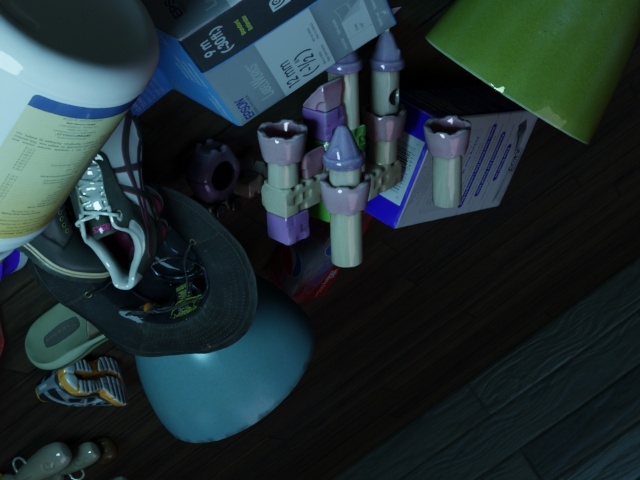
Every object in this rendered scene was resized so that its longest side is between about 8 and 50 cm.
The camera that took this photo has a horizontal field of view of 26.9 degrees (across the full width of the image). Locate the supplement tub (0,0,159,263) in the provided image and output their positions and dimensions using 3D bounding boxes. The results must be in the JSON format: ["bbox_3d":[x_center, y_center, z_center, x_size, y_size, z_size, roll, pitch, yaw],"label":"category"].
[{"bbox_3d":[-0.327,-0.130,1.320,0.228,0.228,0.316,-6,146,-49],"label":"supplement tub"}]

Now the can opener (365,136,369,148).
[{"bbox_3d":[0.117,-0.153,2.123,0.186,0.059,0.073,-10,114,-56],"label":"can opener"}]

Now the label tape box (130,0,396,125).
[{"bbox_3d":[-0.100,-0.246,1.551,0.347,0.115,0.249,-35,158,1],"label":"label tape box"}]

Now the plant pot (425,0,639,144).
[{"bbox_3d":[0.337,-0.330,1.838,0.293,0.275,0.275,-57,153,12],"label":"plant pot"}]

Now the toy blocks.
[{"bbox_3d":[0.008,-0.161,1.812,0.288,0.309,0.260,-30,128,-41],"label":"toy blocks"}]

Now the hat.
[{"bbox_3d":[-0.226,0.003,1.801,0.331,0.331,0.134,-54,-169,42],"label":"hat"}]

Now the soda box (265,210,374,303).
[{"bbox_3d":[0.000,0.000,2.247,0.092,0.083,0.263,-16,153,-35],"label":"soda box"}]

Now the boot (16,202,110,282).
[{"bbox_3d":[-0.318,-0.034,1.657,0.198,0.077,0.137,26,118,-31],"label":"boot"}]

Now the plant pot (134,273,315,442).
[{"bbox_3d":[-0.182,0.144,2.104,0.290,0.290,0.195,-34,122,2],"label":"plant pot"}]

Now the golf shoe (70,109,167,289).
[{"bbox_3d":[-0.253,-0.070,1.572,0.105,0.120,0.273,-14,126,13],"label":"golf shoe"}]

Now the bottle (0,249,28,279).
[{"bbox_3d":[-0.468,0.043,1.611,0.118,0.092,0.283,-7,-169,29],"label":"bottle"}]

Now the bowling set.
[{"bbox_3d":[-0.448,0.473,2.509,0.154,0.287,0.200,-33,-167,15],"label":"bowling set"}]

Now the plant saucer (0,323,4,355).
[{"bbox_3d":[-0.507,0.195,1.824,0.047,0.258,0.259,15,151,0],"label":"plant saucer"}]

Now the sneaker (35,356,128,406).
[{"bbox_3d":[-0.394,0.242,2.231,0.083,0.084,0.215,-25,158,16],"label":"sneaker"}]

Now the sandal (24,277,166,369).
[{"bbox_3d":[-0.327,0.086,1.942,0.303,0.120,0.086,-39,144,15],"label":"sandal"}]

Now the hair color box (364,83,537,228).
[{"bbox_3d":[0.197,-0.139,2.087,0.339,0.110,0.185,-10,128,-53],"label":"hair color box"}]
